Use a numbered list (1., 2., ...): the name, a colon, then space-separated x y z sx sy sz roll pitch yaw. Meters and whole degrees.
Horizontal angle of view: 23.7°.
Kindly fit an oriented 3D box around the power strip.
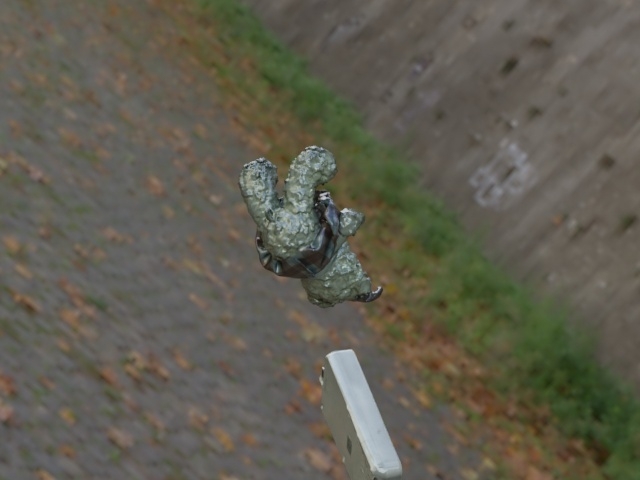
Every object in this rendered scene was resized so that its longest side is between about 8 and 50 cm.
1. power strip: 0.039 0.189 1.489 0.035 0.081 0.192 -7 38 -15

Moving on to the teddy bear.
1. teddy bear: -0.011 0.004 1.721 0.213 0.133 0.111 62 35 -18
